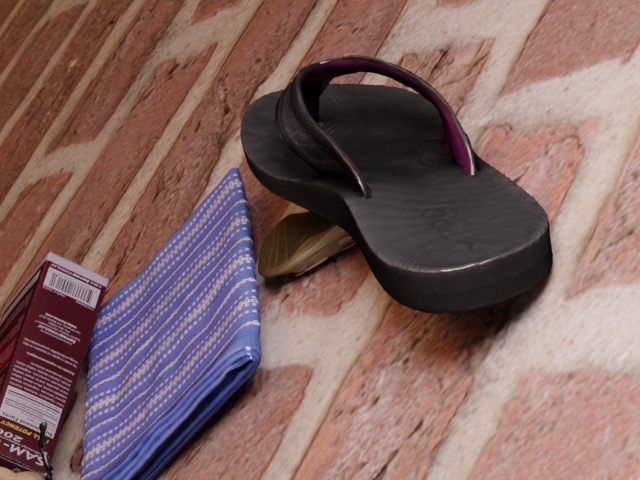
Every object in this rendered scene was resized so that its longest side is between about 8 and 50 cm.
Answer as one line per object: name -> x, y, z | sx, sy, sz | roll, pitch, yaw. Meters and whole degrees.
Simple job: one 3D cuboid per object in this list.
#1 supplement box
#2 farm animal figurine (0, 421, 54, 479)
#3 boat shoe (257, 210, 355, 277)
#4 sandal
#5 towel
supplement box -> -0.294, 0.145, 1.652 | 0.130, 0.073, 0.239 | -44, 25, 47
farm animal figurine -> -0.363, 0.316, 1.490 | 0.330, 0.172, 0.326 | -2, 65, 48
boat shoe -> 0.000, -0.002, 1.472 | 0.153, 0.048, 0.056 | -35, 40, 42
sandal -> 0.055, -0.079, 1.343 | 0.168, 0.107, 0.446 | -20, 26, -15
towel -> -0.148, 0.091, 1.554 | 0.243, 0.040, 0.336 | -46, 25, 19
